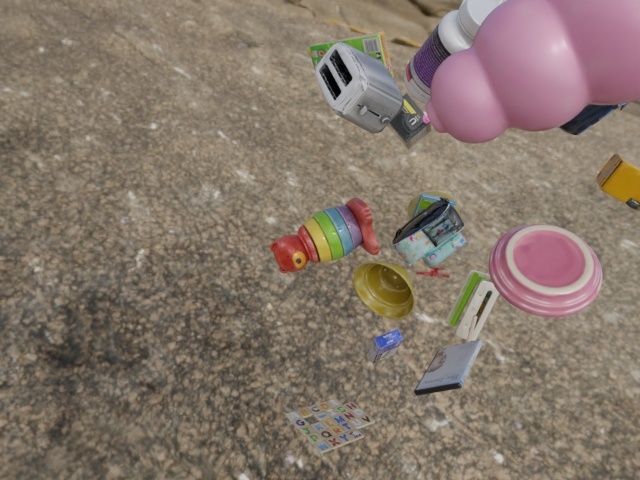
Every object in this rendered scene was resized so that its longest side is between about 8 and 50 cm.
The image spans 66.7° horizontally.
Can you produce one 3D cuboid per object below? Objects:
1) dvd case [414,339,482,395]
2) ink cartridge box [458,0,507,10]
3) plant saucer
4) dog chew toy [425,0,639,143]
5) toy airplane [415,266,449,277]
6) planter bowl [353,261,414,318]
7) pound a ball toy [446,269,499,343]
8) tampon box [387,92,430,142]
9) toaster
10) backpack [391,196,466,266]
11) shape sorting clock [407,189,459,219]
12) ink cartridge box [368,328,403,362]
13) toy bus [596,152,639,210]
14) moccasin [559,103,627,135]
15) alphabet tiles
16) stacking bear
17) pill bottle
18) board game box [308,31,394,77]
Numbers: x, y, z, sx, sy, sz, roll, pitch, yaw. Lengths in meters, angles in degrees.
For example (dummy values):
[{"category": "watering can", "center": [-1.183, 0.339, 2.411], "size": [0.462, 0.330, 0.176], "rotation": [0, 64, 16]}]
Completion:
[{"category": "dvd case", "center": [0.440, 0.434, 1.669], "size": [0.022, 0.180, 0.253], "rotation": [58, 41, -6]}, {"category": "ink cartridge box", "center": [0.348, -0.414, 1.043], "size": [0.078, 0.134, 0.231], "rotation": [27, 3, 28]}, {"category": "plant saucer", "center": [0.701, 0.075, 1.514], "size": [0.332, 0.084, 0.332], "rotation": [-4, 57, 7]}, {"category": "dog chew toy", "center": [0.295, -0.240, 0.633], "size": [0.206, 0.332, 0.206], "rotation": [44, 32, -37]}, {"category": "toy airplane", "center": [0.487, 0.136, 2.096], "size": [0.151, 0.151, 0.028], "rotation": [8, 76, -7]}, {"category": "planter bowl", "center": [0.221, 0.138, 1.555], "size": [0.217, 0.217, 0.090], "rotation": [30, 46, 20]}, {"category": "pound a ball toy", "center": [0.661, 0.314, 2.043], "size": [0.136, 0.319, 0.208], "rotation": [16, 16, -11]}, {"category": "tampon box", "center": [0.282, -0.380, 1.572], "size": [0.120, 0.101, 0.161], "rotation": [52, 11, 6]}, {"category": "toaster", "center": [0.086, -0.368, 1.148], "size": [0.146, 0.129, 0.227], "rotation": [10, 48, -43]}, {"category": "backpack", "center": [0.391, -0.015, 1.768], "size": [0.191, 0.253, 0.225], "rotation": [57, 9, -5]}, {"category": "shape sorting clock", "center": [0.459, -0.122, 1.976], "size": [0.206, 0.206, 0.040], "rotation": [14, 40, 1]}, {"category": "ink cartridge box", "center": [0.239, 0.395, 1.809], "size": [0.097, 0.207, 0.046], "rotation": [-19, 63, -11]}, {"category": "toy bus", "center": [1.013, -0.131, 1.450], "size": [0.333, 0.108, 0.130], "rotation": [27, 31, 3]}, {"category": "moccasin", "center": [0.884, -0.453, 1.474], "size": [0.117, 0.342, 0.137], "rotation": [29, 51, -23]}, {"category": "alphabet tiles", "center": [0.042, 0.559, 1.498], "size": [0.237, 0.009, 0.198], "rotation": [-5, 18, -35]}, {"category": "stacking bear", "center": [0.000, 0.000, 1.419], "size": [0.289, 0.175, 0.164], "rotation": [-24, 32, -11]}, {"category": "pill bottle", "center": [0.243, -0.343, 0.885], "size": [0.108, 0.193, 0.108], "rotation": [7, 68, -18]}, {"category": "board game box", "center": [0.080, -0.499, 1.357], "size": [0.259, 0.124, 0.039], "rotation": [10, 41, 41]}]
